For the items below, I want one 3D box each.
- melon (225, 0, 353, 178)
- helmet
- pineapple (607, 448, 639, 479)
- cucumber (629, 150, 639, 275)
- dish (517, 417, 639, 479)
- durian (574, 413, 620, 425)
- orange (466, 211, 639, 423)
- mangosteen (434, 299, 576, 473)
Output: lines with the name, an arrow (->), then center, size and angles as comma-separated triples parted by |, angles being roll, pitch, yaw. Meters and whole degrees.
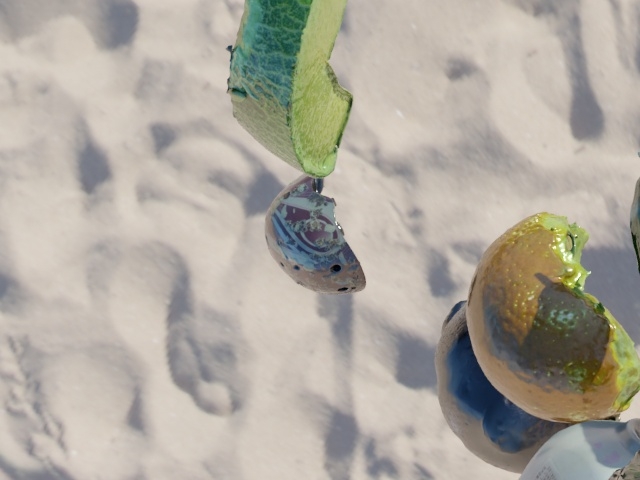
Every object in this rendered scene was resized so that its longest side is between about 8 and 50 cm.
melon -> -0.011, -0.136, 0.931 | 0.064, 0.118, 0.210 | 25, 116, 21
helmet -> -0.016, 0.001, 1.888 | 0.107, 0.153, 0.177 | -19, 47, -3
pineapple -> 0.220, 0.185, 0.496 | 0.170, 0.141, 0.310 | -30, 69, -36
cucumber -> 0.324, 0.030, 1.327 | 0.056, 0.056, 0.250 | -16, 62, 18
dish -> 0.297, 0.235, 1.230 | 0.256, 0.256, 0.117 | 32, 106, 30
durian -> 0.275, 0.219, 1.550 | 0.130, 0.052, 0.066 | -50, 22, 29
orange -> 0.238, 0.091, 1.515 | 0.158, 0.179, 0.237 | -19, 51, 8
mangosteen -> 0.277, 0.178, 1.974 | 0.287, 0.287, 0.233 | 45, 117, 30
